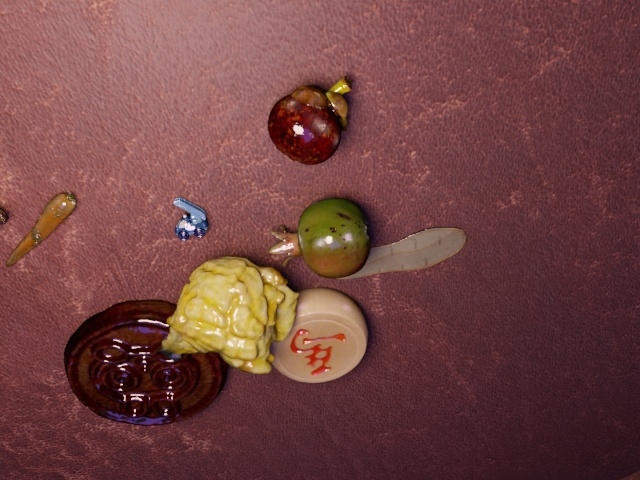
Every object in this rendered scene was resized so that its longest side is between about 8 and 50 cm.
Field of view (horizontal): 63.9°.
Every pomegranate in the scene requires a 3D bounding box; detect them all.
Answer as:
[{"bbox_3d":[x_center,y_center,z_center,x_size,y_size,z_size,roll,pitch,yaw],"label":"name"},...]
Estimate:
[{"bbox_3d":[0.000,0.000,1.124,0.224,0.182,0.182,-12,125,19],"label":"pomegranate"}]

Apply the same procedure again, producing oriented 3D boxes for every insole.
[{"bbox_3d":[0.191,0.036,1.265,0.348,0.009,0.119,-11,124,-2],"label":"insole"}]

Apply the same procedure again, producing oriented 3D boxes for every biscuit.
[{"bbox_3d":[-0.439,0.330,1.310,0.407,0.091,0.408,-4,124,-7],"label":"biscuit"}]

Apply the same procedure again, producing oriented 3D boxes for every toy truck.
[{"bbox_3d":[-0.286,-0.050,1.112,0.073,0.056,0.090,-13,111,-6],"label":"toy truck"}]

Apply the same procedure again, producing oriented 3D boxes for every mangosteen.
[{"bbox_3d":[-0.022,-0.239,0.988,0.145,0.156,0.182,17,91,10],"label":"mangosteen"}]

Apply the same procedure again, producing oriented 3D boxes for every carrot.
[{"bbox_3d":[-0.601,-0.017,1.091,0.254,0.049,0.049,-39,120,21],"label":"carrot"}]

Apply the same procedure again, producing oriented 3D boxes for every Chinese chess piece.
[{"bbox_3d":[-0.009,0.245,1.314,0.273,0.102,0.273,-4,124,-6],"label":"Chinese chess piece"}]

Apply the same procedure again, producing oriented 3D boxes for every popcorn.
[{"bbox_3d":[-0.189,0.166,1.146,0.292,0.237,0.293,15,150,9],"label":"popcorn"}]

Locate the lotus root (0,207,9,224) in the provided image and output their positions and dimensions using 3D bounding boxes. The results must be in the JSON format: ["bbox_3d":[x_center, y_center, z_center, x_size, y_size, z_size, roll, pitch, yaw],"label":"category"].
[{"bbox_3d":[-0.718,-0.030,1.036,0.190,0.095,0.108,-26,145,-1],"label":"lotus root"}]
